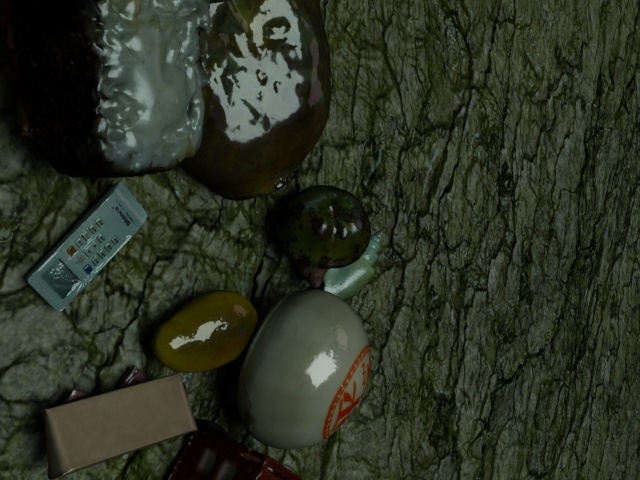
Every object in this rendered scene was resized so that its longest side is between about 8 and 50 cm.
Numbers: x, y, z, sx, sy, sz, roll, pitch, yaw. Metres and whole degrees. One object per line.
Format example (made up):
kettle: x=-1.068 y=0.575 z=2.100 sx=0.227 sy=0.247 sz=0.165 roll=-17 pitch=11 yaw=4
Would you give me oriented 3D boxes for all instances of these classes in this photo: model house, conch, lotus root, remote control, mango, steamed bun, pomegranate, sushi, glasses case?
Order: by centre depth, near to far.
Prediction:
sushi: x=-0.225 y=-0.211 z=0.861 sx=0.196 sy=0.182 sz=0.343 roll=-18 pitch=114 yaw=-49
remote control: x=-0.271 y=0.005 z=0.954 sx=0.162 sy=0.029 sz=0.061 roll=-51 pitch=128 yaw=-25
glasses case: x=-0.255 y=0.212 z=0.988 sx=0.194 sy=0.070 sz=0.102 roll=-10 pitch=75 yaw=-45
lotus root: x=-0.090 y=-0.181 z=1.045 sx=0.267 sy=0.149 sz=0.260 roll=-25 pitch=113 yaw=-41
mango: x=-0.153 y=0.121 z=1.070 sx=0.161 sy=0.076 sz=0.103 roll=-16 pitch=114 yaw=-44
model house: x=-0.128 y=0.399 z=1.080 sx=0.196 sy=0.160 sz=0.253 roll=48 pitch=62 yaw=-42
steamed bun: x=-0.008 y=0.188 z=1.147 sx=0.232 sy=0.145 sz=0.231 roll=-53 pitch=154 yaw=-41
pomegranate: x=0.003 y=0.002 z=1.190 sx=0.138 sy=0.125 sz=0.163 roll=0 pitch=106 yaw=-16
conch: x=0.050 y=0.039 z=1.290 sx=0.180 sy=0.065 sz=0.088 roll=-52 pitch=139 yaw=-27
